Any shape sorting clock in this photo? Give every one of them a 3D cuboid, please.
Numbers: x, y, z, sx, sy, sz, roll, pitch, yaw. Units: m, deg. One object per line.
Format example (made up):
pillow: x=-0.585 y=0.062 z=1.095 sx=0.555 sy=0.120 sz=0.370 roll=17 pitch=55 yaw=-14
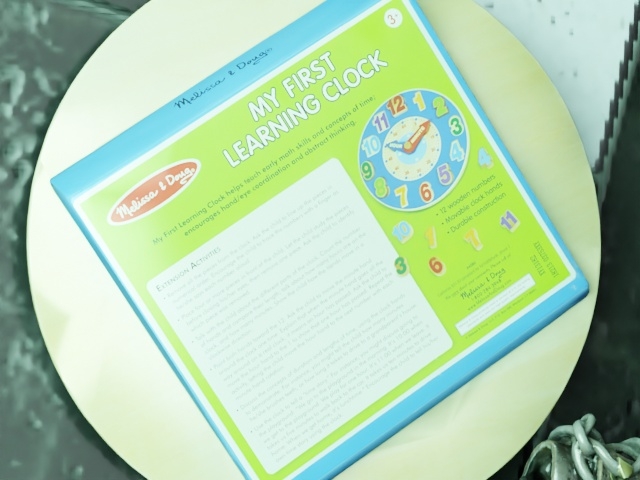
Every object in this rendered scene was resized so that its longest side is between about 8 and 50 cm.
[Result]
shape sorting clock: x=0.000 y=0.000 z=0.682 sx=0.206 sy=0.040 sz=0.206 roll=0 pitch=90 yaw=-15

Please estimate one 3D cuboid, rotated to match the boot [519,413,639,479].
boot: x=0.180 y=0.120 z=0.712 sx=0.229 sy=0.091 sz=0.263 roll=27 pitch=82 yaw=-16
